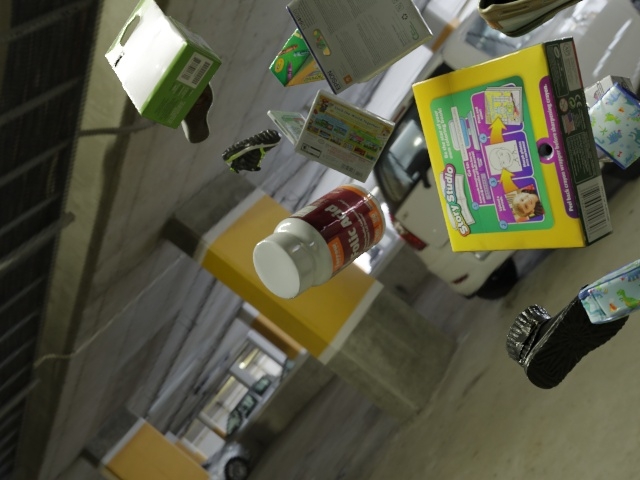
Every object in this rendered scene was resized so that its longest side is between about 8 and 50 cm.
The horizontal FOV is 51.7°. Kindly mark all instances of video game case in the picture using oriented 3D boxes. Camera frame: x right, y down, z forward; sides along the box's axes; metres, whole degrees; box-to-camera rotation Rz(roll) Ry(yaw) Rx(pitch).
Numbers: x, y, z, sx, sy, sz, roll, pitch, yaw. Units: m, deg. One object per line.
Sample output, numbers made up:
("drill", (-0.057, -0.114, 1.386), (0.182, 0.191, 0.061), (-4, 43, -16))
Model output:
("video game case", (-0.075, -0.354, 2.080), (0.157, 0.143, 0.019), (-11, -34, -55))
("video game case", (0.063, -0.287, 1.840), (0.026, 0.227, 0.206), (-68, 4, -52))

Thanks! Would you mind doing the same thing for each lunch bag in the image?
("lunch bag", (0.673, -0.260, 1.483), (0.129, 0.151, 0.096), (-52, -3, 32))
("lunch bag", (0.662, 0.090, 1.373), (0.176, 0.090, 0.219), (-15, -17, -40))

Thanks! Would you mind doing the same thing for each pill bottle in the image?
("pill bottle", (0.000, 0.000, 1.979), (0.392, 0.224, 0.224), (-35, -14, -39))

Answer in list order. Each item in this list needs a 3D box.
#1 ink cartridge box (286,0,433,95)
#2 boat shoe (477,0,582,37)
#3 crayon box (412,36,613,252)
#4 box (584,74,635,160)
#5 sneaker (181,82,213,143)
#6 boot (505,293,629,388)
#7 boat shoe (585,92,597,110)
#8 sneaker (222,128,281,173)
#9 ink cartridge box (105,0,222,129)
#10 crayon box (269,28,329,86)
("ink cartridge box", (0.075, -0.438, 1.320), (0.224, 0.223, 0.045), (-29, -5, 19))
("boat shoe", (0.393, -0.444, 1.071), (0.103, 0.113, 0.302), (4, -29, -43))
("crayon box", (0.359, -0.165, 1.273), (0.106, 0.363, 0.313), (-21, 10, -34))
("box", (0.971, -0.403, 2.205), (0.142, 0.247, 0.163), (-7, -13, -39))
("sneaker", (-0.382, -0.407, 1.921), (0.106, 0.123, 0.290), (-19, -20, -21))
("boot", (0.648, 0.223, 1.775), (0.348, 0.131, 0.260), (-46, 2, 11))
("boat shoe", (0.670, -0.346, 1.823), (0.105, 0.113, 0.306), (-42, 27, 2))
("sneaker", (-0.194, -0.261, 1.996), (0.235, 0.097, 0.084), (-12, 30, 40))
("ink cartridge box", (-0.351, -0.399, 1.449), (0.097, 0.255, 0.189), (18, -62, -49))
("crayon box", (-0.007, -0.556, 1.965), (0.278, 0.081, 0.165), (-28, -13, -51))
